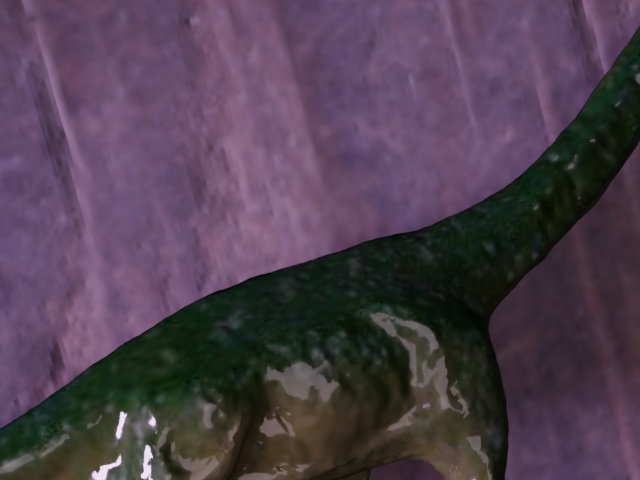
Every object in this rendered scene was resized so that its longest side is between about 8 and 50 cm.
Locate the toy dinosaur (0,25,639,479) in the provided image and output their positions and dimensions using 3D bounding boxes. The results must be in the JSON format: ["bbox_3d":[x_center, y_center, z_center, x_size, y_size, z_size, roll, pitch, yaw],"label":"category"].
[{"bbox_3d":[0.000,0.000,0.690,0.447,0.087,0.301,2,97,-18],"label":"toy dinosaur"}]
